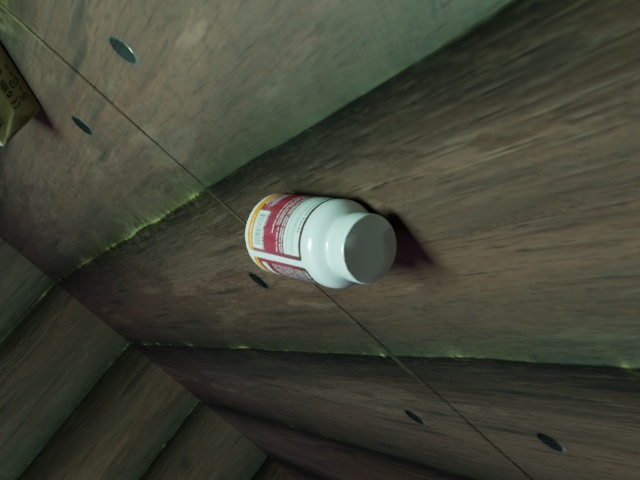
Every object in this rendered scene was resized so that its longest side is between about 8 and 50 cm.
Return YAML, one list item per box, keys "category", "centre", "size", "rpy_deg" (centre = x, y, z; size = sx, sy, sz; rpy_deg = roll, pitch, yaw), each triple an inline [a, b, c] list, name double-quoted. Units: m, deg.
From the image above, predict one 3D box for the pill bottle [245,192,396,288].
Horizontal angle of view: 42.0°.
- category: "pill bottle"
  centre: [0.000, 0.000, 0.806]
  size: [0.152, 0.086, 0.086]
  rpy_deg: [11, 147, 53]

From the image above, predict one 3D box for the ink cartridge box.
- category: "ink cartridge box"
  centre: [-0.512, -0.257, 1.122]
  size: [0.193, 0.088, 0.235]
  rpy_deg: [30, 160, 18]
